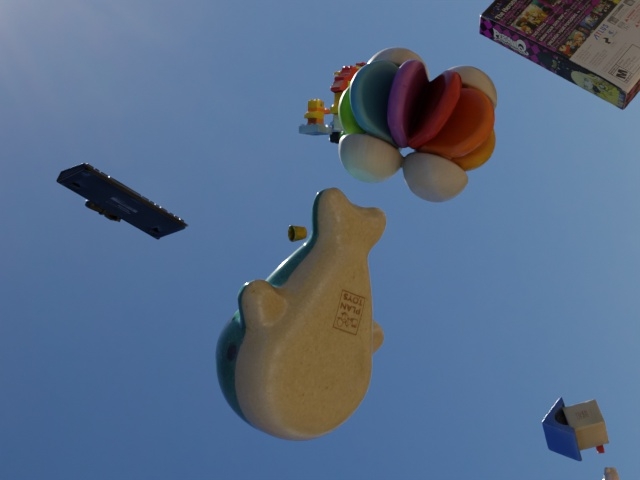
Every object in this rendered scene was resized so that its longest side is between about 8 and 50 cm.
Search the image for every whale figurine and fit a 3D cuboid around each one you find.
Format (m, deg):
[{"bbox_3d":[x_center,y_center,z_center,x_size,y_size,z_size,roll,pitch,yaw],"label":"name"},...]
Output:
[{"bbox_3d":[-0.021,0.077,1.289,0.216,0.141,0.272,20,-95,-44],"label":"whale figurine"}]

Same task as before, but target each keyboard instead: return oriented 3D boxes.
[{"bbox_3d":[-0.282,-0.054,1.663,0.180,0.108,0.023,33,-122,-32],"label":"keyboard"}]

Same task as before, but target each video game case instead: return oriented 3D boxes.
[{"bbox_3d":[0.347,-0.291,1.459,0.232,0.210,0.042,-48,-23,-22],"label":"video game case"}]

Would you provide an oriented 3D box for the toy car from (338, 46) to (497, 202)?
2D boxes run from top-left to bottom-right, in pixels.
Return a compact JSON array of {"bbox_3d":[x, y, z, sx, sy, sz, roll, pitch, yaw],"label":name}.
[{"bbox_3d":[0.106,-0.141,1.304,0.136,0.182,0.159,77,-148,-70],"label":"toy car"}]

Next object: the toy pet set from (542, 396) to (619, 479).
[{"bbox_3d":[0.288,0.239,1.307,0.122,0.065,0.114,-99,-9,-58],"label":"toy pet set"}]

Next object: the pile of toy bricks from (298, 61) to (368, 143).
[{"bbox_3d":[0.052,-0.186,1.564,0.212,0.118,0.105,4,-93,-54],"label":"pile of toy bricks"}]

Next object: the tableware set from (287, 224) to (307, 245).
[{"bbox_3d":[0.000,0.000,1.505,0.024,0.154,0.104,-3,-88,-27],"label":"tableware set"}]
